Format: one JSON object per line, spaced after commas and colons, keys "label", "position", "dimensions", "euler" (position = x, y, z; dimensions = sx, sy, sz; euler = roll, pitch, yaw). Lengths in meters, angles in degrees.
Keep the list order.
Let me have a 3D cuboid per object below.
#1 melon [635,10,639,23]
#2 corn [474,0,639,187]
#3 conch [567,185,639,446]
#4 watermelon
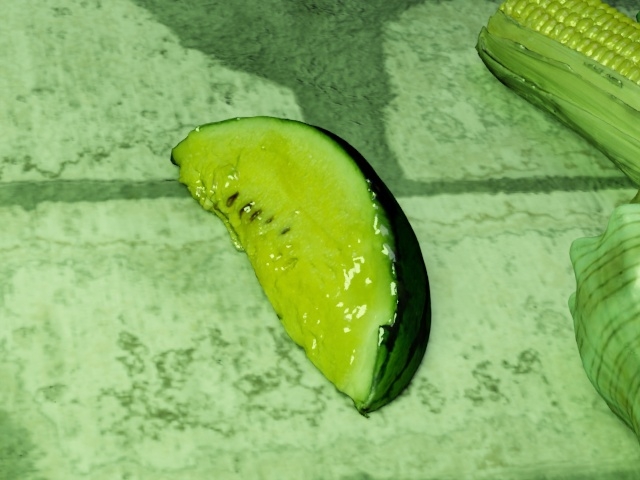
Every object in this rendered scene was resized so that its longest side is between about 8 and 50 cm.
{"label": "melon", "position": [0.416, -0.209, 1.429], "dimensions": [0.323, 0.124, 0.196], "euler": [-16, 47, -33]}
{"label": "corn", "position": [0.269, -0.125, 1.313], "dimensions": [0.123, 0.122, 0.305], "euler": [-40, 56, -12]}
{"label": "conch", "position": [0.274, 0.088, 1.038], "dimensions": [0.203, 0.169, 0.386], "euler": [-2, 73, 16]}
{"label": "watermelon", "position": [0.000, 0.000, 1.120], "dimensions": [0.129, 0.123, 0.301], "euler": [-34, 53, -3]}
